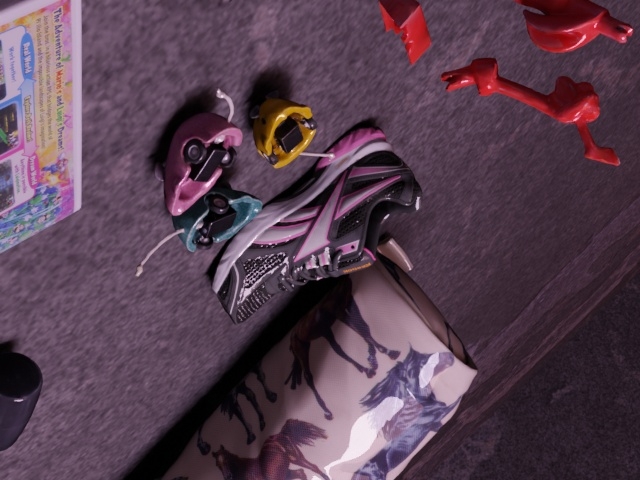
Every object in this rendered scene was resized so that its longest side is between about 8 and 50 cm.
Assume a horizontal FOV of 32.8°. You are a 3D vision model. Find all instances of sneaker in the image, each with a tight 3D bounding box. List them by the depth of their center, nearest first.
[{"bbox_3d":[0.000,0.000,0.787,0.178,0.077,0.072,-46,159,3],"label":"sneaker"}]

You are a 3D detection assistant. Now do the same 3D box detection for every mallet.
[{"bbox_3d":[-0.245,0.120,0.606,0.190,0.039,0.062,-23,153,-37],"label":"mallet"}]

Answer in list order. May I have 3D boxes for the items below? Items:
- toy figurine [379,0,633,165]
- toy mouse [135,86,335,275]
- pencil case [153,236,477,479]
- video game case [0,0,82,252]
[{"bbox_3d":[0.171,-0.241,0.504,0.362,0.191,0.217,-45,156,-4],"label":"toy figurine"},{"bbox_3d":[-0.066,-0.038,0.646,0.143,0.031,0.161,-44,160,-3],"label":"toy mouse"},{"bbox_3d":[-0.035,0.188,0.980,0.410,0.183,0.160,-48,132,6],"label":"pencil case"},{"bbox_3d":[-0.167,-0.033,0.473,0.143,0.019,0.157,-34,157,-31],"label":"video game case"}]
